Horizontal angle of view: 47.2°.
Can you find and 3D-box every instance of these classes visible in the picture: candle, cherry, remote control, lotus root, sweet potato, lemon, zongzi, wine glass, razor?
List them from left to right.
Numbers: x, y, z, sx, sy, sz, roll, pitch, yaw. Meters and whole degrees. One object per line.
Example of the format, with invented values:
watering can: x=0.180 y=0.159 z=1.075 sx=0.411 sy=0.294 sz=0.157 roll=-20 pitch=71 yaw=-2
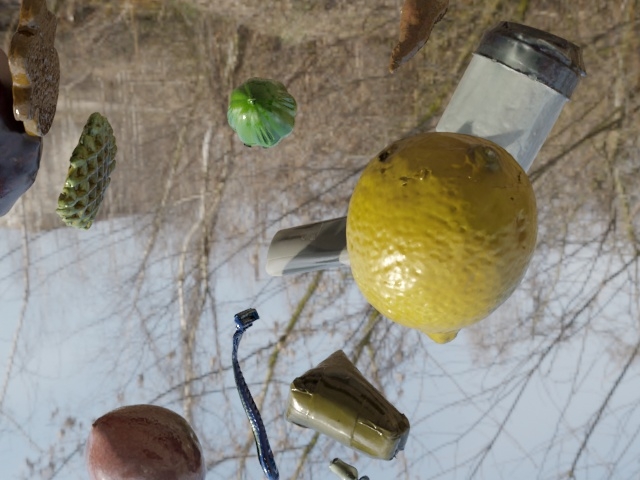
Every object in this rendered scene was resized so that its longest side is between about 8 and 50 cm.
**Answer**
cherry: x=-0.348 y=0.426 z=1.410 sx=0.239 sy=0.206 sz=0.239 roll=21 pitch=-161 yaw=-8
razor: x=-0.127 y=0.292 z=1.363 sx=0.056 sy=0.325 sz=0.093 roll=-10 pitch=-179 yaw=13
lotus root: x=-0.154 y=-0.326 z=1.793 sx=0.186 sy=0.186 sz=0.186 roll=-2 pitch=-171 yaw=0
remote control: x=0.000 y=0.000 z=1.455 sx=0.312 sy=0.110 sz=0.055 roll=-12 pitch=143 yaw=45
wine glass: x=0.051 y=0.449 z=1.404 sx=0.042 sy=0.039 sz=0.083 roll=-41 pitch=-139 yaw=-25
zongzi: x=0.097 y=0.347 z=1.640 sx=0.273 sy=0.145 sz=0.300 roll=21 pitch=-157 yaw=20
sweet potato: x=0.148 y=-0.338 z=1.113 sx=0.068 sy=0.068 sz=0.226 roll=4 pitch=-131 yaw=33
lemon: x=0.141 y=-0.005 z=0.885 sx=0.228 sy=0.254 sz=0.228 roll=15 pitch=-166 yaw=-4
candle: x=0.366 y=-0.256 z=1.480 sx=0.221 sy=0.343 sz=0.221 roll=24 pitch=-167 yaw=-6

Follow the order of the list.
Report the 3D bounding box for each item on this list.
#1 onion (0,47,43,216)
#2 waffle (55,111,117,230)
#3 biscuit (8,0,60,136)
onion: x=-0.665 y=-0.224 z=1.183 sx=0.398 sy=0.399 sz=0.420 roll=-7 pitch=-131 yaw=-29
waffle: x=-0.431 y=-0.123 z=1.367 sx=0.054 sy=0.208 sz=0.214 roll=14 pitch=169 yaw=-2
biscuit: x=-0.412 y=-0.242 z=1.056 sx=0.039 sy=0.180 sz=0.236 roll=7 pitch=156 yaw=-9
